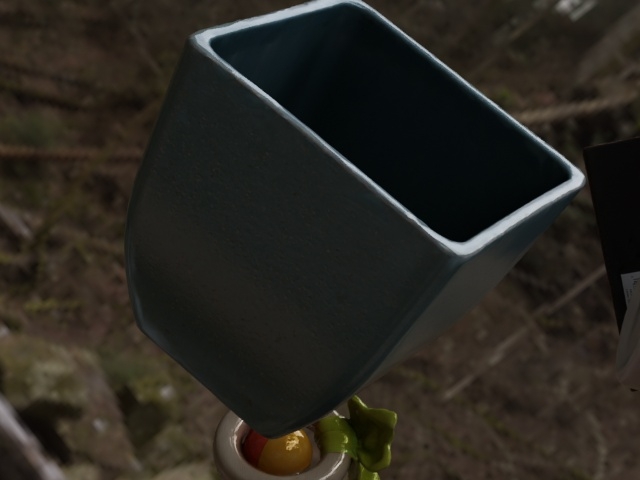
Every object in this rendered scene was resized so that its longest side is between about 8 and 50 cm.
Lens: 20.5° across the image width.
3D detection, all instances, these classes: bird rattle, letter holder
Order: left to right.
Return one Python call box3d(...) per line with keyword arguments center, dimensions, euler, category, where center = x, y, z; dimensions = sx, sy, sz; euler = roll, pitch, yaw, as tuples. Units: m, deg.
box3d(center=(-0.037, 0.223, 2.094), dimensions=(0.253, 0.207, 0.143), euler=(34, -42, 17), category="bird rattle")
box3d(center=(0.436, 0.027, 2.215), dimensions=(0.214, 0.152, 0.301), euler=(17, 62, -78), category="letter holder")

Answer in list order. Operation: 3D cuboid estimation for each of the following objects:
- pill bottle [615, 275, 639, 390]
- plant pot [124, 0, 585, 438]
box3d(center=(0.377, 0.093, 1.495), dimensions=(0.229, 0.131, 0.131), euler=(18, 1, 1), category="pill bottle")
box3d(center=(0.000, 0.000, 1.324), dimensions=(0.247, 0.252, 0.248), euler=(39, 29, 14), category="plant pot")
